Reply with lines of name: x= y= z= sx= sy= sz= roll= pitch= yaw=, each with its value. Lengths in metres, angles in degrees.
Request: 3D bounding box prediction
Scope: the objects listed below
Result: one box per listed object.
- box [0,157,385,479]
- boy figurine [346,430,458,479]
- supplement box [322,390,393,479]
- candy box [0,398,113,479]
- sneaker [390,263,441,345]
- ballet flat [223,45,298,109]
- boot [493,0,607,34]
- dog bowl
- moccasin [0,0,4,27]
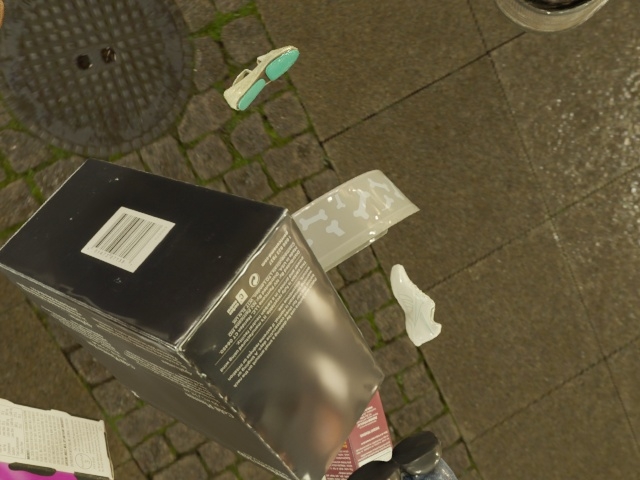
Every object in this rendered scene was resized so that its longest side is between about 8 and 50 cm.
box: x=-0.147 y=0.093 z=0.879 sx=0.179 sy=0.343 sz=0.312 roll=-53 pitch=138 yaw=-24
boy figurine: x=0.128 y=0.336 z=0.717 sx=0.177 sy=0.092 sz=0.285 roll=-28 pitch=90 yaw=-9
supplement box: x=0.034 y=0.273 z=1.059 sx=0.081 sy=0.104 sz=0.188 roll=-13 pitch=87 yaw=-42
candy box: x=-0.309 y=0.196 z=0.590 sx=0.233 sy=0.071 sz=0.159 roll=26 pitch=113 yaw=-38
sneaker: x=0.173 y=0.110 z=1.343 sx=0.061 sy=0.053 sz=0.152 roll=-27 pitch=73 yaw=23
ballet flat: x=-0.115 y=-0.318 z=1.407 sx=0.168 sy=0.057 sz=0.052 roll=-44 pitch=70 yaw=-7
boot: x=0.157 y=-0.218 z=0.308 sx=0.091 sy=0.229 sz=0.263 roll=31 pitch=89 yaw=11
dog bowl: x=0.000 y=0.000 z=1.296 sx=0.348 sy=0.349 sz=0.102 roll=-31 pitch=86 yaw=-6
moccasin: x=-0.557 y=-0.309 z=0.845 sx=0.380 sy=0.147 sz=0.139 roll=11 pitch=87 yaw=-14
